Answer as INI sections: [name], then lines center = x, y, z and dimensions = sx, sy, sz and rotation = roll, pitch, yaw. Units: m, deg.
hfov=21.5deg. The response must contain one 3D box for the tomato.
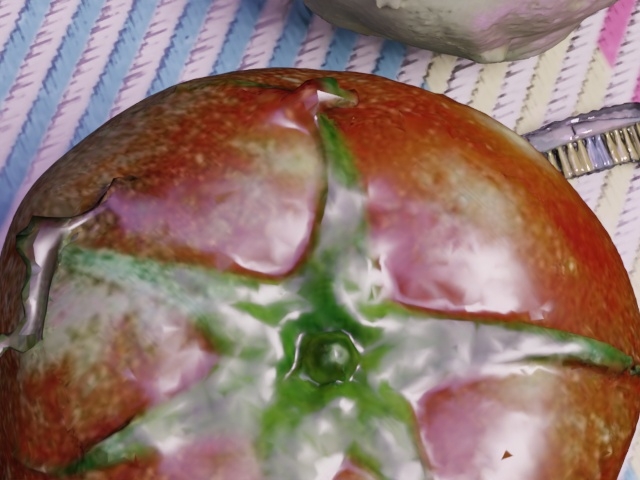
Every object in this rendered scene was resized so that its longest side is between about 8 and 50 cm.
[tomato]
center = -0.008, 0.073, 0.793
dimensions = 0.303, 0.239, 0.303
rotation = 1, 77, -4

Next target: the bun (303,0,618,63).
[bun]
center = 0.088, -0.198, 0.935
dimensions = 0.293, 0.187, 0.293
rotation = -2, 47, 3

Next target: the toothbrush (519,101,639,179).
[toothbrush]
center = 0.000, 0.000, 0.932
dimensions = 0.413, 0.035, 0.042
rotation = -19, 75, -9
